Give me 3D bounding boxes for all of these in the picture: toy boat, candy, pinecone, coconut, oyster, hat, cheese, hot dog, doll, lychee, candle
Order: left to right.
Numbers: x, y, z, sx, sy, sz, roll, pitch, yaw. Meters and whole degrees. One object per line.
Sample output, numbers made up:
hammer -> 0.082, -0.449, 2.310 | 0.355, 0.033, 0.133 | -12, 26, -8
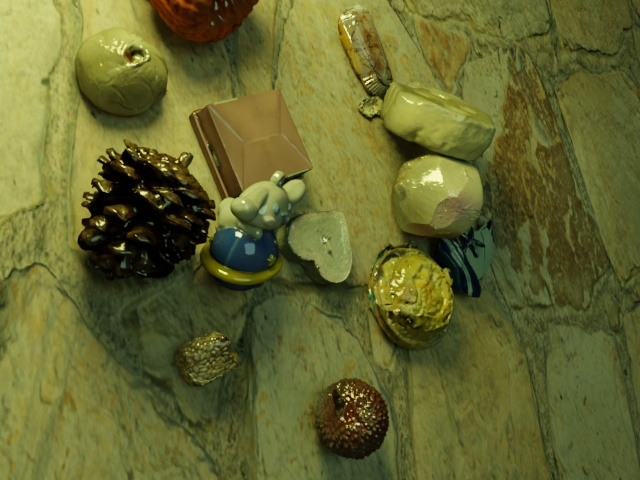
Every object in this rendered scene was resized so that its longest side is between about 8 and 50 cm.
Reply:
pinecone -> -0.306, -0.046, 1.076 | 0.243, 0.243, 0.257 | 9, 90, -33
hat -> -0.315, -0.612, 1.260 | 0.400, 0.285, 0.285 | 37, 55, 10
candy -> -0.218, 0.226, 1.160 | 0.110, 0.085, 0.095 | -27, 100, -27
doll -> -0.138, -0.033, 1.231 | 0.311, 0.159, 0.243 | -45, 143, -56
candle -> 0.000, 0.000, 1.381 | 0.192, 0.068, 0.168 | 44, 61, -20
lychee -> 0.063, 0.373, 1.268 | 0.197, 0.165, 0.165 | 49, 51, -47
hot dog -> 0.120, -0.506, 1.602 | 0.131, 0.069, 0.253 | -28, 97, -46
oyster -> 0.132, -0.355, 1.597 | 0.083, 0.019, 0.054 | -22, 103, -32
cheese -> 0.289, -0.316, 1.539 | 0.326, 0.318, 0.115 | 1, 121, -42
coconut -> 0.287, -0.114, 1.515 | 0.230, 0.227, 0.227 | 8, 74, -37
toy boat -> 0.408, 0.014, 1.671 | 0.210, 0.070, 0.292 | 45, 53, -23

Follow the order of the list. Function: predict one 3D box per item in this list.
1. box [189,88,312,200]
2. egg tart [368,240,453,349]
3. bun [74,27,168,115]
box -> -0.147, -0.209, 1.321 | 0.215, 0.086, 0.215 | -23, 92, -36
egg tart -> 0.245, 0.130, 1.497 | 0.290, 0.107, 0.291 | 10, 73, -34
bun -> -0.380, -0.335, 1.171 | 0.173, 0.113, 0.167 | -28, 95, -34
